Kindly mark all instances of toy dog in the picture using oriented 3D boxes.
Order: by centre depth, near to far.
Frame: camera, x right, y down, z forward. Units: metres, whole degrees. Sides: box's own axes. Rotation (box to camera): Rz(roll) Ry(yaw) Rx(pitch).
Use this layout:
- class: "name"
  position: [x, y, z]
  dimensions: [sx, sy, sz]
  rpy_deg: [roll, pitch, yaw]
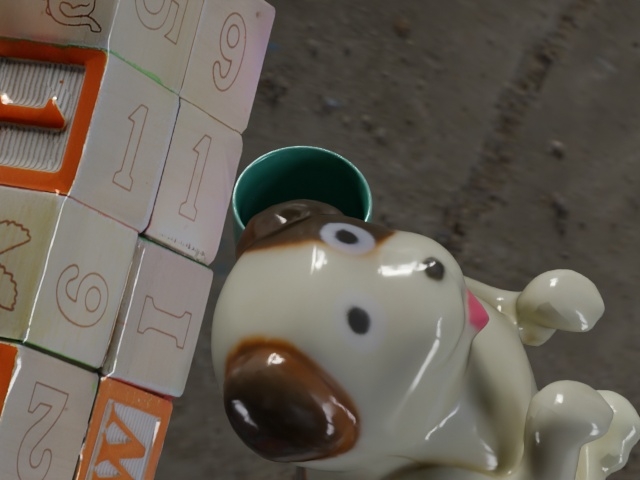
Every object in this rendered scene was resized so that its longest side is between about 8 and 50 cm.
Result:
- class: "toy dog"
  position: [0.063, 0.137, 1.639]
  dimensions: [0.395, 0.408, 0.284]
  rpy_deg: [-5, 49, 25]

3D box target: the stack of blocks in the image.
- class: "stack of blocks"
  position: [-0.110, -0.073, 0.629]
  dimensions: [0.171, 0.087, 0.297]
  rpy_deg: [9, 79, 28]

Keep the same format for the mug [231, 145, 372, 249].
- class: "mug"
  position: [-0.010, 0.001, 1.856]
  dimensions: [0.129, 0.097, 0.158]
  rpy_deg: [-25, 58, -18]
